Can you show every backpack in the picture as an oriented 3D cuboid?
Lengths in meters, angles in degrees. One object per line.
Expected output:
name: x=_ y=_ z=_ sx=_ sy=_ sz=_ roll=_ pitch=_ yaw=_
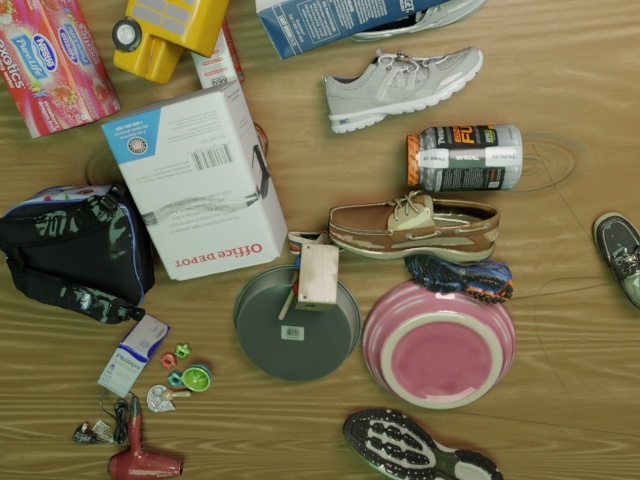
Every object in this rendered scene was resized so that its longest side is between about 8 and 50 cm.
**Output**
backpack: x=-0.468 y=0.004 z=1.013 sx=0.263 sy=0.213 sz=0.277 roll=0 pitch=108 yaw=-3

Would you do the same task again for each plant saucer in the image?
plant saucer: x=0.255 y=0.239 z=1.110 sx=0.331 sy=0.084 sz=0.332 roll=2 pitch=114 yaw=4

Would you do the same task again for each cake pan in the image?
cake pan: x=-0.056 y=0.194 z=1.139 sx=0.293 sy=0.054 sz=0.293 roll=2 pitch=114 yaw=5

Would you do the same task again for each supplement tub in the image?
supplement tub: x=0.249 y=-0.145 z=0.918 sx=0.190 sy=0.117 sz=0.117 roll=-1 pitch=114 yaw=6

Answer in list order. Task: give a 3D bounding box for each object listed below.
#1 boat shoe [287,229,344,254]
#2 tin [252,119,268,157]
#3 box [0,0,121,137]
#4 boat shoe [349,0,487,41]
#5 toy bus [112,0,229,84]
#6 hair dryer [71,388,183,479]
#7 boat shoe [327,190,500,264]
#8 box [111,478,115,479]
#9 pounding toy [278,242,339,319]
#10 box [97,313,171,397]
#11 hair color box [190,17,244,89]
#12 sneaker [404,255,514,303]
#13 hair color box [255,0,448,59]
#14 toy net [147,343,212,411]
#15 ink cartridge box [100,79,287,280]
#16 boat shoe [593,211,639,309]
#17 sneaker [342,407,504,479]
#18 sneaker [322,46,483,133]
boat shoe: x=0.000 y=0.000 z=1.050 sx=0.136 sy=0.049 sz=0.043 roll=-4 pitch=112 yaw=13
tin: x=-0.192 y=-0.167 z=1.001 sx=0.189 sy=0.040 sz=0.106 roll=-23 pitch=106 yaw=15
box: x=-0.480 y=-0.328 z=0.910 sx=0.128 sy=0.123 sz=0.257 roll=-12 pitch=112 yaw=10
boat shoe: x=0.162 y=-0.381 z=0.838 sx=0.258 sy=0.084 sz=0.095 roll=-18 pitch=111 yaw=14
toy bus: x=-0.212 y=-0.411 z=0.815 sx=0.130 sy=0.108 sz=0.333 roll=22 pitch=102 yaw=4
hair dryer: x=-0.480 y=0.529 z=1.320 sx=0.293 sy=0.080 sz=0.223 roll=39 pitch=112 yaw=-12
boat shoe: x=0.177 y=-0.040 z=0.963 sx=0.323 sy=0.123 sz=0.120 roll=3 pitch=134 yaw=-5
box: x=-0.565 y=0.738 z=1.438 sx=0.059 sy=0.054 sz=0.169 roll=16 pitch=115 yaw=-1
pounding toy: x=-0.025 y=0.086 z=1.008 sx=0.100 sy=0.141 sz=0.130 roll=5 pitch=74 yaw=-5
box: x=-0.420 y=0.258 z=1.166 sx=0.072 sy=0.126 sz=0.137 roll=34 pitch=113 yaw=-8
hair color box: x=-0.193 y=-0.344 z=0.916 sx=0.071 sy=0.043 sz=0.141 roll=-11 pitch=111 yaw=11
sneaker: x=0.275 y=0.059 z=1.032 sx=0.221 sy=0.087 sz=0.083 roll=18 pitch=128 yaw=16
hair color box: x=0.075 y=-0.418 z=0.772 sx=0.347 sy=0.174 sz=0.105 roll=-15 pitch=152 yaw=13
toy net: x=-0.364 y=0.351 z=1.247 sx=0.122 sy=0.045 sz=0.232 roll=42 pitch=112 yaw=-13
ink cartridge box: x=-0.213 y=-0.104 z=0.940 sx=0.223 sy=0.129 sz=0.308 roll=-12 pitch=114 yaw=12
boat shoe: x=0.600 y=0.047 z=0.991 sx=0.080 sy=0.073 sz=0.224 roll=-28 pitch=109 yaw=17
sneaker: x=0.222 y=0.555 z=1.236 sx=0.410 sy=0.158 sz=0.182 roll=28 pitch=132 yaw=-2
sneaker: x=0.133 y=-0.276 z=0.878 sx=0.281 sy=0.105 sz=0.115 roll=-18 pitch=111 yaw=14
